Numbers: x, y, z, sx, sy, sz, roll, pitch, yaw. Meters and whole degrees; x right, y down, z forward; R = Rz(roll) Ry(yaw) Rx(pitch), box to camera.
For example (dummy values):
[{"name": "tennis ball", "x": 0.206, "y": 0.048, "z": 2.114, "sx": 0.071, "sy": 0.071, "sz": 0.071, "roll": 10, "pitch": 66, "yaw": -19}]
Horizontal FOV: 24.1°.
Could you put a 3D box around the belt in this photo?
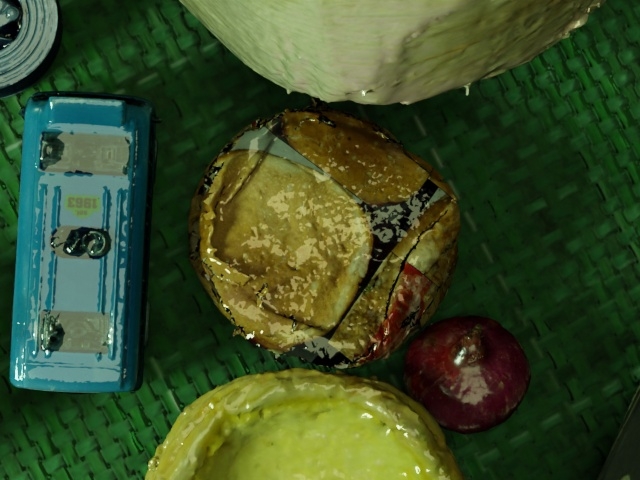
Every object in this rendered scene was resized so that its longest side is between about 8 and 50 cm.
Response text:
[{"name": "belt", "x": -0.307, "y": -0.190, "z": 1.224, "sx": 0.190, "sy": 0.082, "sz": 0.142, "roll": 13, "pitch": 88, "yaw": -6}]

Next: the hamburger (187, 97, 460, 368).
[{"name": "hamburger", "x": 0.000, "y": 0.000, "z": 1.229, "sx": 0.230, "sy": 0.107, "sz": 0.231, "roll": 1, "pitch": 79, "yaw": -8}]

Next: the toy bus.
[{"name": "toy bus", "x": -0.190, "y": 0.000, "z": 1.200, "sx": 0.113, "sy": 0.134, "sz": 0.246, "roll": 3, "pitch": 87, "yaw": -6}]

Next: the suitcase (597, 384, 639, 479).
[{"name": "suitcase", "x": 0.326, "y": 0.301, "z": 1.209, "sx": 0.283, "sy": 0.194, "sz": 0.434, "roll": 24, "pitch": 84, "yaw": -5}]

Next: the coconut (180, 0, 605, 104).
[{"name": "coconut", "x": 0.011, "y": -0.293, "z": 1.118, "sx": 0.404, "sy": 0.404, "sz": 0.405, "roll": 0, "pitch": 87, "yaw": -6}]

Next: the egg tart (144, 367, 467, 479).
[{"name": "egg tart", "x": -0.007, "y": 0.243, "z": 1.215, "sx": 0.294, "sy": 0.123, "sz": 0.294, "roll": 0, "pitch": 87, "yaw": -3}]

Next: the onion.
[{"name": "onion", "x": 0.122, "y": 0.109, "z": 1.248, "sx": 0.107, "sy": 0.097, "sz": 0.107, "roll": -2, "pitch": 45, "yaw": 2}]
